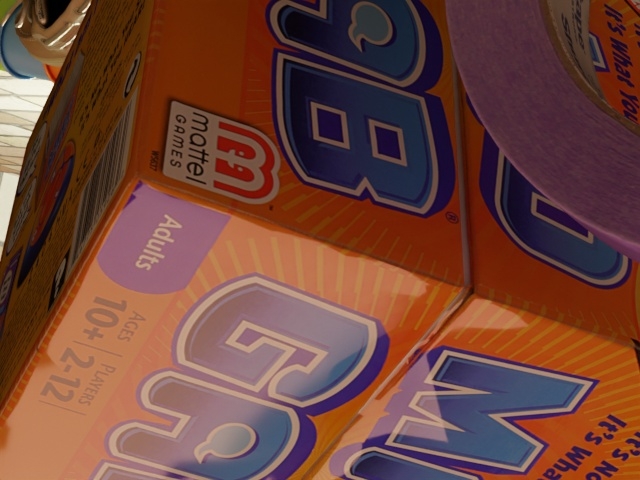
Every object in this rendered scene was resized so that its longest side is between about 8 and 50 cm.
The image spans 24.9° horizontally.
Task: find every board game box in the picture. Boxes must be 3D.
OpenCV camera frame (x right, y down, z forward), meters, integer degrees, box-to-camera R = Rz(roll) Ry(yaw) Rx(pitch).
[{"bbox_3d":[0.000,0.000,0.952,0.356,0.356,0.356,18,135,-18],"label":"board game box"}]

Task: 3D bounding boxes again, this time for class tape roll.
[{"bbox_3d":[0.198,-0.117,0.640,0.274,0.275,0.090,9,173,25],"label":"tape roll"}]

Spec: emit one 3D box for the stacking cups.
[{"bbox_3d":[-0.270,-0.204,1.458,0.316,0.096,0.096,14,176,32],"label":"stacking cups"}]

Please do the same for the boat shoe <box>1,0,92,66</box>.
[{"bbox_3d":[-0.207,-0.228,1.279,0.089,0.105,0.285,21,160,-33],"label":"boat shoe"}]
